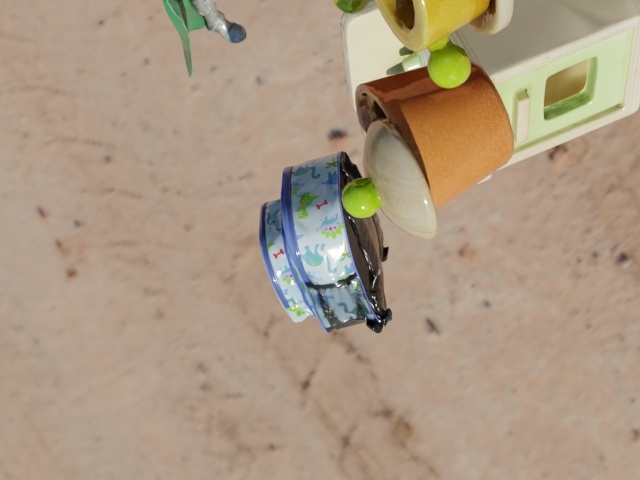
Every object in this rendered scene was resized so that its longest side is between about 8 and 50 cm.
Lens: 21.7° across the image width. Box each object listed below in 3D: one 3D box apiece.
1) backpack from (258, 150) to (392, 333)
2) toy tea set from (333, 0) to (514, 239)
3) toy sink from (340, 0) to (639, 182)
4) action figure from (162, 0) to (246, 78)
[{"bbox_3d":[0.000,0.000,1.224,0.084,0.105,0.114,-11,129,9],"label":"backpack"},{"bbox_3d":[-0.014,-0.155,0.789,0.336,0.124,0.200,65,169,1],"label":"toy tea set"},{"bbox_3d":[0.152,-0.150,1.441,0.153,0.234,0.131,82,164,-59],"label":"toy sink"},{"bbox_3d":[-0.098,-0.225,1.255,0.063,0.232,0.137,8,76,14],"label":"action figure"}]
